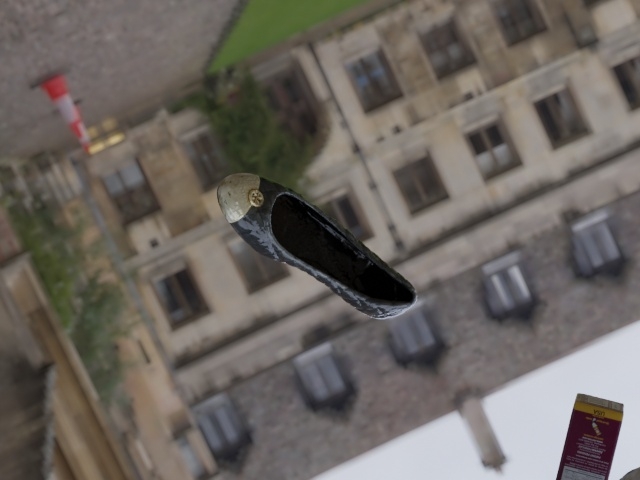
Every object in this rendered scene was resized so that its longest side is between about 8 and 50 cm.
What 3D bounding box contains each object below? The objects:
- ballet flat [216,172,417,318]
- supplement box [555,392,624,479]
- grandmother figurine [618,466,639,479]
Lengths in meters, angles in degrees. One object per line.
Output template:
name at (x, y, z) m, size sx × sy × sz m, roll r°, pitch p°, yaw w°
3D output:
ballet flat at (0.000, 0.000, 1.058) m, size 0.049 × 0.173 × 0.057 m, roll -20°, pitch -138°, yaw 58°
supplement box at (0.227, 0.176, 1.218) m, size 0.043 × 0.083 × 0.055 m, roll 14°, pitch -175°, yaw 11°
grandmother figurine at (0.200, 0.318, 1.092) m, size 0.342 × 0.208 × 0.104 m, roll -66°, pitch 173°, yaw 19°
